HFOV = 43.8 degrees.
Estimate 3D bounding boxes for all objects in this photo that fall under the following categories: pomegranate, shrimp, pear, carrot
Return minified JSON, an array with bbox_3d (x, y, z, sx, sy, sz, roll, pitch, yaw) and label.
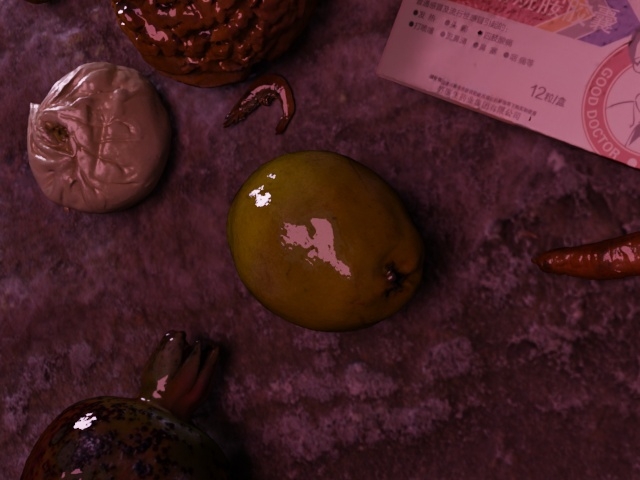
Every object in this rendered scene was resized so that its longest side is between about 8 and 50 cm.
[{"bbox_3d":[-0.238,0.280,1.060,0.284,0.285,0.341,9,68,28],"label":"pomegranate"},{"bbox_3d":[-0.084,-0.172,1.087,0.114,0.023,0.083,-36,76,20],"label":"shrimp"},{"bbox_3d":[0.000,0.000,0.936,0.269,0.212,0.213,27,103,41],"label":"pear"},{"bbox_3d":[0.344,0.010,0.836,0.247,0.059,0.059,-13,84,32],"label":"carrot"}]

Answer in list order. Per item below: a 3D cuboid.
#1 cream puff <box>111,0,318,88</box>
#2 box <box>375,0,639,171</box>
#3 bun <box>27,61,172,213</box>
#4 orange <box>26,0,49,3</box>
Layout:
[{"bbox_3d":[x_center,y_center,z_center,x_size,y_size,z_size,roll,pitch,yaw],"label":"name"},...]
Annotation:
[{"bbox_3d":[-0.157,-0.372,1.011,0.327,0.231,0.343,45,110,18],"label":"cream puff"},{"bbox_3d":[0.254,-0.227,0.880,0.353,0.069,0.214,26,102,24],"label":"box"},{"bbox_3d":[-0.334,-0.147,1.159,0.229,0.145,0.230,-2,86,30],"label":"bun"},{"bbox_3d":[-0.452,-0.418,1.248,0.085,0.095,0.085,-4,82,31],"label":"orange"}]
